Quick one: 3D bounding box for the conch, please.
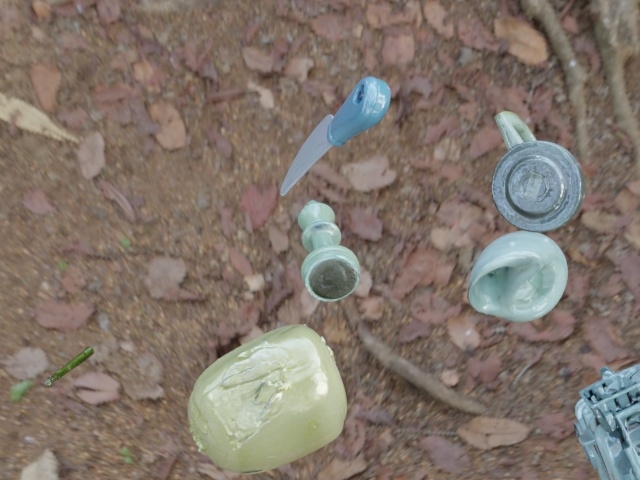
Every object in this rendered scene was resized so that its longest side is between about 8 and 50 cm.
[{"bbox_3d":[0.331,0.059,1.999,0.185,0.221,0.121,-38,54,-7],"label":"conch"}]

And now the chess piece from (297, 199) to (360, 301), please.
[{"bbox_3d":[0.000,0.000,1.203,0.059,0.059,0.149,-12,33,-4],"label":"chess piece"}]

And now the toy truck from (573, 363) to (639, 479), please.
[{"bbox_3d":[0.358,0.274,1.151,0.133,0.184,0.338,-22,92,6],"label":"toy truck"}]

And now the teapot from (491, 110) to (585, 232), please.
[{"bbox_3d":[0.230,-0.071,1.194,0.092,0.091,0.124,-1,91,23],"label":"teapot"}]

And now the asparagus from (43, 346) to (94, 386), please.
[{"bbox_3d":[-0.387,0.195,1.785,0.015,0.127,0.018,40,119,4],"label":"asparagus"}]

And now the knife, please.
[{"bbox_3d":[0.008,-0.113,1.273,0.032,0.244,0.058,12,67,-23],"label":"knife"}]

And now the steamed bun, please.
[{"bbox_3d":[-0.077,0.264,1.772,0.232,0.273,0.166,-27,63,-21],"label":"steamed bun"}]
